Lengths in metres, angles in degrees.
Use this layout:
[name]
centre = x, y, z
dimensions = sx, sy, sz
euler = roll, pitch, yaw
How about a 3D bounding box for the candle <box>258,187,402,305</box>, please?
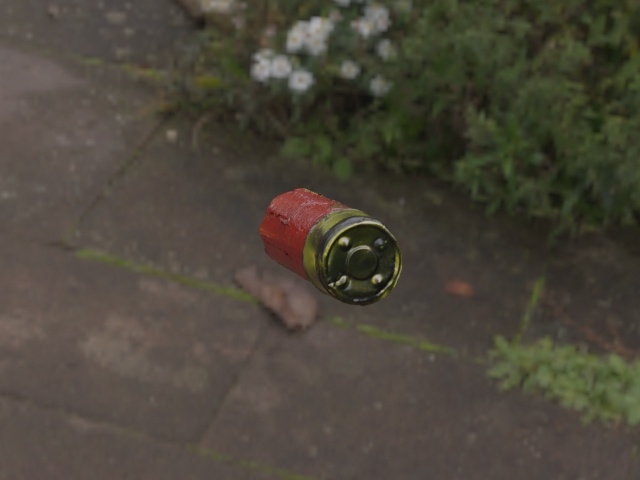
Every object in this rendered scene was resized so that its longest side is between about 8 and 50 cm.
[candle]
centre = 0.000, 0.000, 0.936
dimensions = 0.052, 0.052, 0.130
euler = -10, 14, -19
